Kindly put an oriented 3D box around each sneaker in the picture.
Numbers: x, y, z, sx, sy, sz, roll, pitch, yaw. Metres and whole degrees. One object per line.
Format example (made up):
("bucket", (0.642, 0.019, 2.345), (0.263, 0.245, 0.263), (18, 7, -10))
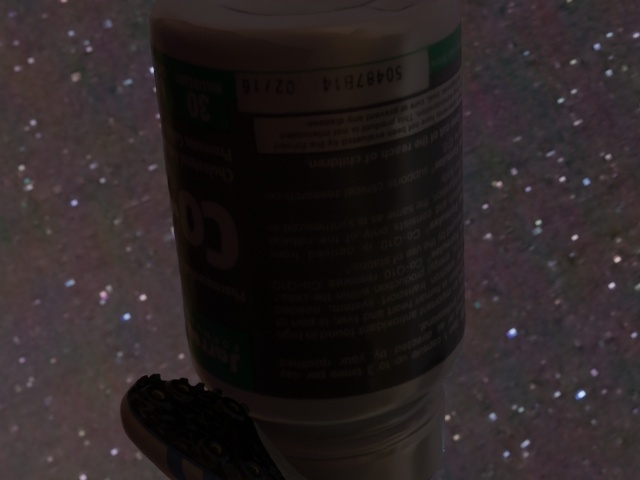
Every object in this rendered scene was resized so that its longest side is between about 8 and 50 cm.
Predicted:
("sneaker", (-0.042, 0.170, 0.769), (0.237, 0.086, 0.085), (42, 17, -28))

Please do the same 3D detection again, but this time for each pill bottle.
("pill bottle", (0.000, 0.000, 0.857), (0.204, 0.204, 0.361), (21, -55, 42))
